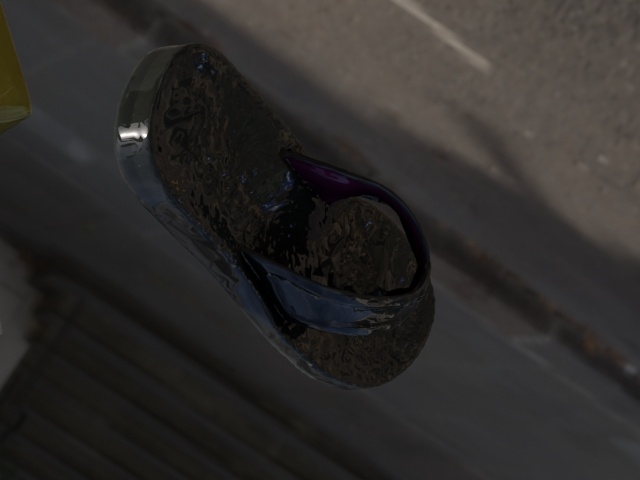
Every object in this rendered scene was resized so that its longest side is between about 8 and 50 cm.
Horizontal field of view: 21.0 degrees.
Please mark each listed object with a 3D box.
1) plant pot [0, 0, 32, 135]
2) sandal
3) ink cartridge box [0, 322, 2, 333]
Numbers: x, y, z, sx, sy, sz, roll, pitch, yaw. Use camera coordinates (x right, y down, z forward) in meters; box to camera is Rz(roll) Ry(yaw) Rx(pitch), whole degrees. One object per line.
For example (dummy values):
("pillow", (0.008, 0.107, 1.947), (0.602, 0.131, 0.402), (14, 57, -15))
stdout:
("plant pot", (-0.373, -0.164, 1.394), (0.212, 0.187, 0.212), (-14, 93, 67))
("sandal", (-0.001, 0.002, 1.395), (0.107, 0.168, 0.446), (1, 156, 33))
("ink cartridge box", (-0.217, -0.001, 0.855), (0.088, 0.122, 0.052), (-13, 178, 5))
